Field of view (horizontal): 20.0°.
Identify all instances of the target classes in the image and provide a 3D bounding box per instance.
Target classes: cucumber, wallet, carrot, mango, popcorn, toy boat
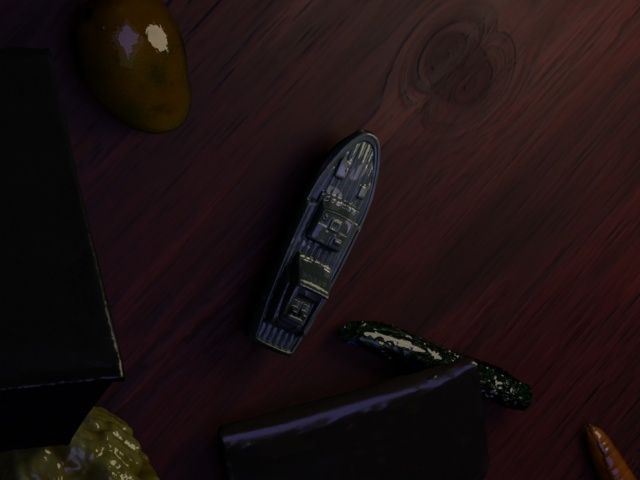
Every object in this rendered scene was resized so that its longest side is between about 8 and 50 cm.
[{"bbox_3d":[0.133,0.139,2.070,0.256,0.043,0.044,23,84,-25],"label":"cucumber"},{"bbox_3d":[0.042,0.238,2.028,0.309,0.042,0.165,-16,115,-15],"label":"wallet"},{"bbox_3d":[0.393,0.332,2.213,0.066,0.062,0.271,-38,111,21],"label":"carrot"},{"bbox_3d":[-0.189,-0.179,1.848,0.111,0.089,0.163,-20,114,-21],"label":"mango"},{"bbox_3d":[-0.259,0.290,1.816,0.224,0.258,0.270,-19,150,-25],"label":"popcorn"},{"bbox_3d":[0.000,0.000,1.963,0.078,0.085,0.260,27,87,-25],"label":"toy boat"}]

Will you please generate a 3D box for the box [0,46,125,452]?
[{"bbox_3d":[-0.353,0.018,1.661,0.251,0.204,0.345,-4,66,-25],"label":"box"}]
